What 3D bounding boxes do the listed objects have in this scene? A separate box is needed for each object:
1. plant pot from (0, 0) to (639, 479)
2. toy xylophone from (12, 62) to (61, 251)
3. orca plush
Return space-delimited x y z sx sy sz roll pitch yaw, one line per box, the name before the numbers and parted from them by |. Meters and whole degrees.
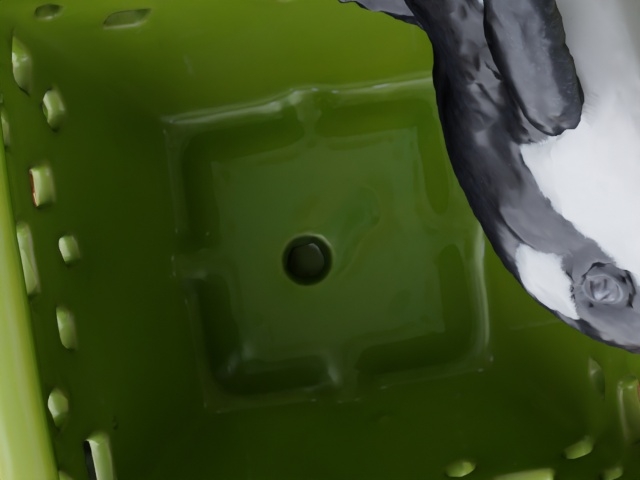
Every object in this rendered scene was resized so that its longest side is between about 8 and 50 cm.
plant pot | 0.000 0.000 0.678 0.228 0.227 0.207 -9 179 0
toy xylophone | -0.178 -0.055 1.249 0.081 0.323 0.236 -1 133 5
orca plush | 0.015 -0.091 0.443 0.102 0.151 0.287 -15 125 27
